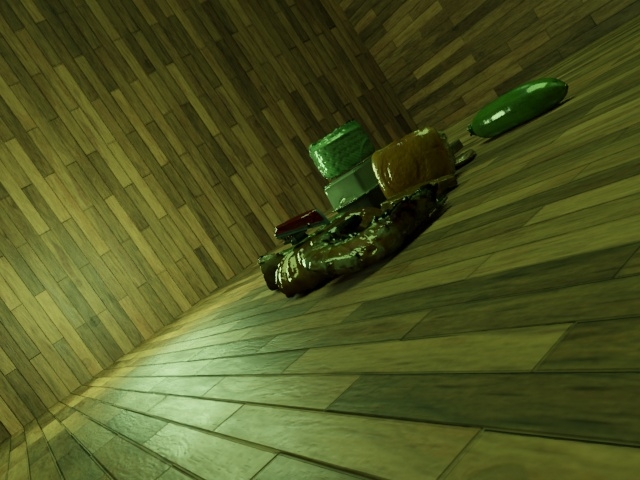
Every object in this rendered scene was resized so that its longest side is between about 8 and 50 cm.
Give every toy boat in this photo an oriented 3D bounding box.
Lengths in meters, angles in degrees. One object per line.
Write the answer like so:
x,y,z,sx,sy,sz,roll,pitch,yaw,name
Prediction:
-0.044,-0.032,1.498,0.173,0.058,0.069,-21,12,42,toy boat

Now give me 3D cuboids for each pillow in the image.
0.371,-0.213,1.839,0.211,0.034,0.135,-29,3,30,pillow

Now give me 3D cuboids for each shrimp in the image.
0.107,-0.032,1.282,0.233,0.071,0.365,2,32,47,shrimp

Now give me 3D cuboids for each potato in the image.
-0.111,0.105,1.742,0.101,0.089,0.172,-14,-27,0,potato

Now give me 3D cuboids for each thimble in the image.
0.075,-0.326,2.190,0.219,0.150,0.219,-32,5,3,thimble

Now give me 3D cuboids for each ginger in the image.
-0.003,0.004,1.885,0.290,0.089,0.137,-31,-15,-26,ginger

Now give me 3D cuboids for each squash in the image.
0.568,-0.388,1.821,0.107,0.107,0.395,-36,7,-24,squash

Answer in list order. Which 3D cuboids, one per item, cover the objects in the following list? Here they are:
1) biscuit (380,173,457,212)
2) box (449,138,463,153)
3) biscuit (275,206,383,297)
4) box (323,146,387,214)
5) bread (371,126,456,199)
0.245,-0.114,1.507,0.184,0.035,0.249,-17,6,29,biscuit
0.480,-0.336,2.273,0.079,0.035,0.083,-29,8,45,box
0.027,0.017,1.488,0.326,0.107,0.326,-30,5,3,biscuit
0.169,-0.198,2.189,0.220,0.166,0.290,-29,7,47,box
0.263,-0.211,1.700,0.245,0.174,0.121,-17,11,47,bread
